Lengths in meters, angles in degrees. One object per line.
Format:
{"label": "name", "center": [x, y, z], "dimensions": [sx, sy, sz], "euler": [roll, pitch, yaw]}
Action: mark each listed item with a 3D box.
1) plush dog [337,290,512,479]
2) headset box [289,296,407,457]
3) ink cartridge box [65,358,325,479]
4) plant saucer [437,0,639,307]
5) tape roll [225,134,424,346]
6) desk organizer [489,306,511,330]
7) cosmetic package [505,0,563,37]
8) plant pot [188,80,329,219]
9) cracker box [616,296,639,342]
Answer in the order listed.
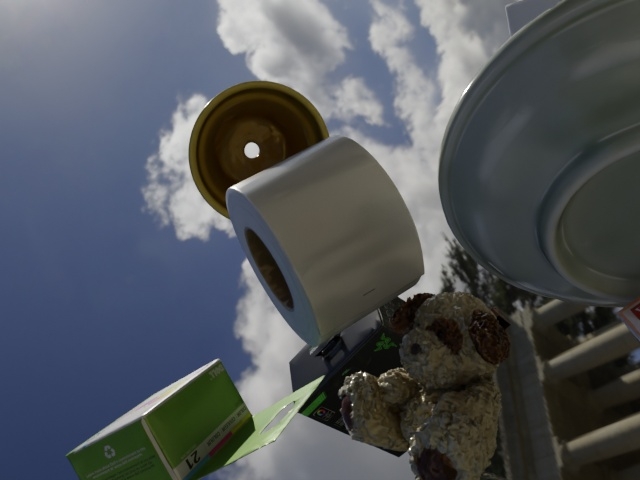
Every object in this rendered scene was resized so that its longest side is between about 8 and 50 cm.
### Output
{"label": "plush dog", "center": [0.172, 0.179, 0.795], "dimensions": [0.210, 0.262, 0.226], "euler": [9, -90, -28]}
{"label": "headset box", "center": [0.112, 0.241, 1.124], "dimensions": [0.283, 0.246, 0.131], "euler": [32, -157, -25]}
{"label": "ink cartridge box", "center": [-0.142, 0.213, 0.737], "dimensions": [0.097, 0.255, 0.189], "euler": [59, -160, 2]}
{"label": "plant saucer", "center": [0.314, -0.045, 0.565], "dimensions": [0.400, 0.400, 0.101], "euler": [34, -140, -24]}
{"label": "tape roll", "center": [0.000, 0.000, 0.831], "dimensions": [0.169, 0.246, 0.246], "euler": [-29, -100, -17]}
{"label": "desk organizer", "center": [0.361, 0.212, 1.355], "dimensions": [0.050, 0.130, 0.047], "euler": [50, -166, 25]}
{"label": "cosmetic package", "center": [0.506, -0.381, 1.182], "dimensions": [0.224, 0.138, 0.224], "euler": [-23, -73, -23]}
{"label": "plant pot", "center": [-0.124, -0.168, 1.160], "dimensions": [0.254, 0.254, 0.239], "euler": [41, 180, -15]}
{"label": "cracker box", "center": [0.372, 0.152, 0.506], "dimensions": [0.155, 0.067, 0.232], "euler": [39, -164, -32]}
